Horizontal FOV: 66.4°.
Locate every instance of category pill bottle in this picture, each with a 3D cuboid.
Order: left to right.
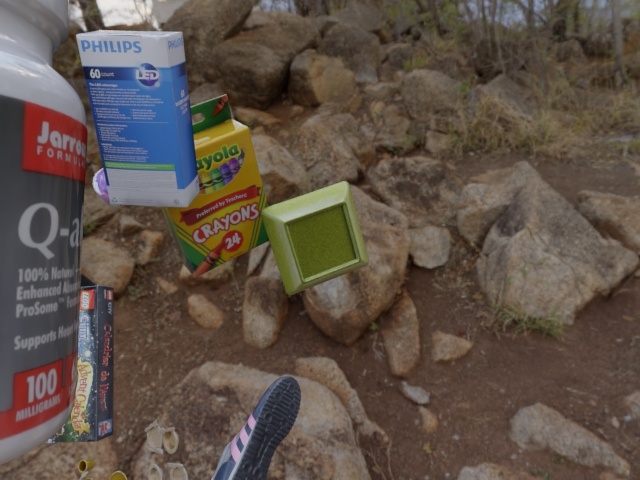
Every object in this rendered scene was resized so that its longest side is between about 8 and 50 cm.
[{"bbox_3d":[-0.290,-0.032,0.362,0.210,0.363,0.210,3,1,0],"label":"pill bottle"}]

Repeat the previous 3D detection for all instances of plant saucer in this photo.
[{"bbox_3d":[0.000,0.000,0.964,0.188,0.188,0.045,-20,17,-13],"label":"plant saucer"}]

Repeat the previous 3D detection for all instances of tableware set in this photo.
[{"bbox_3d":[-0.385,0.451,0.866,0.154,0.104,0.024,32,2,29],"label":"tableware set"},{"bbox_3d":[-0.351,0.490,1.100,0.141,0.168,0.020,-21,-15,37],"label":"tableware set"}]

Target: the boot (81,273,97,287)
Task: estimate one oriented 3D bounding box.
[{"bbox_3d":[-0.669,0.117,0.884,0.146,0.445,0.367,18,62,31],"label":"boot"}]

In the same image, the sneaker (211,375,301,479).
[{"bbox_3d":[-0.159,0.452,1.126,0.131,0.112,0.319,-15,33,44],"label":"sneaker"}]

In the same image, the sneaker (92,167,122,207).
[{"bbox_3d":[-0.446,-0.165,1.171,0.104,0.095,0.236,-26,21,23],"label":"sneaker"}]

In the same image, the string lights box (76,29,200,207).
[{"bbox_3d":[-0.275,-0.186,0.766,0.133,0.259,0.077,3,27,4],"label":"string lights box"}]

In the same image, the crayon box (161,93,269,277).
[{"bbox_3d":[-0.222,-0.104,0.980,0.202,0.318,0.081,-28,39,-22],"label":"crayon box"}]

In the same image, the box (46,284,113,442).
[{"bbox_3d":[-0.410,0.194,0.771,0.159,0.233,0.044,-7,-11,11],"label":"box"}]
